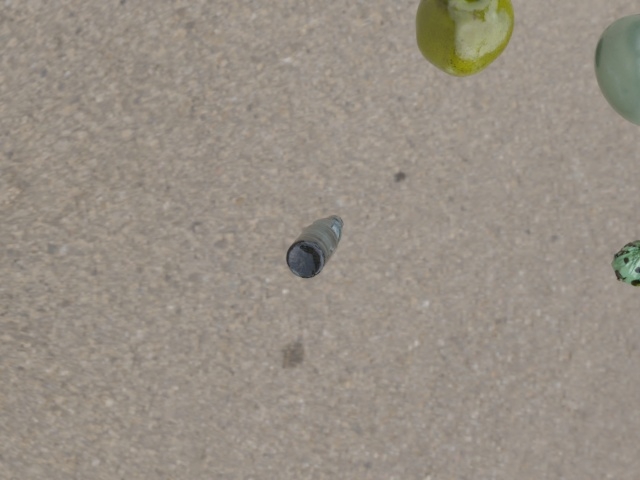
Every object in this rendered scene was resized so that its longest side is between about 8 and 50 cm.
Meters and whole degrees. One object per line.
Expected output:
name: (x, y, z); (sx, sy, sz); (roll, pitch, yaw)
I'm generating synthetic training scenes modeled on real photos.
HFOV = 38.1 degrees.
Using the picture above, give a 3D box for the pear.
pear: (0.261, -0.400, 1.709); (0.198, 0.198, 0.198); (2, 87, -36)

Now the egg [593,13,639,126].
egg: (0.494, -0.254, 1.392); (0.149, 0.149, 0.192); (-5, 57, -36)

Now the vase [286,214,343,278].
vase: (0.000, 0.000, 1.423); (0.211, 0.060, 0.060); (-50, 123, -70)

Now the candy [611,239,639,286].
candy: (0.587, 0.009, 1.633); (0.091, 0.305, 0.083); (-22, 72, -4)
